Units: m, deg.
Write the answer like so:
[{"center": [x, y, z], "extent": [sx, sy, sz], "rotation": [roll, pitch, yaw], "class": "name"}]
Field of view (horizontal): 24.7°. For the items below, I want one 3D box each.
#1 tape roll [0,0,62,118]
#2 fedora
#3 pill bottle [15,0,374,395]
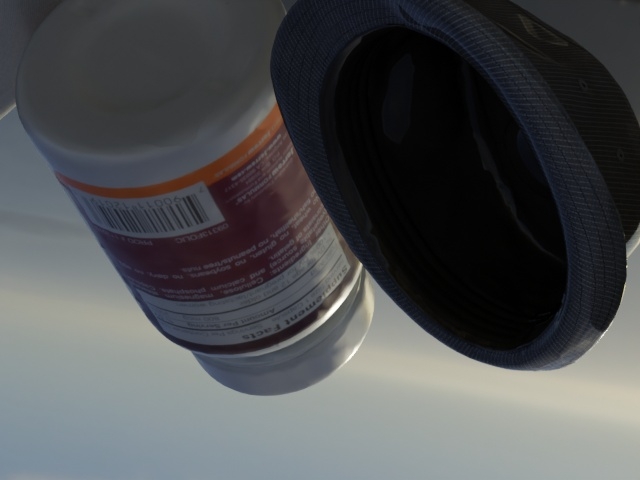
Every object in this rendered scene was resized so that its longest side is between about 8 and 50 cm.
[{"center": [-0.393, -0.197, 1.148], "extent": [0.392, 0.072, 0.392], "rotation": [-14, 144, -10], "class": "tape roll"}, {"center": [0.106, -0.059, 0.909], "extent": [0.124, 0.275, 0.244], "rotation": [-32, 174, -33], "class": "fedora"}, {"center": [-0.085, -0.038, 1.262], "extent": [0.224, 0.224, 0.392], "rotation": [7, 149, 21], "class": "pill bottle"}]
